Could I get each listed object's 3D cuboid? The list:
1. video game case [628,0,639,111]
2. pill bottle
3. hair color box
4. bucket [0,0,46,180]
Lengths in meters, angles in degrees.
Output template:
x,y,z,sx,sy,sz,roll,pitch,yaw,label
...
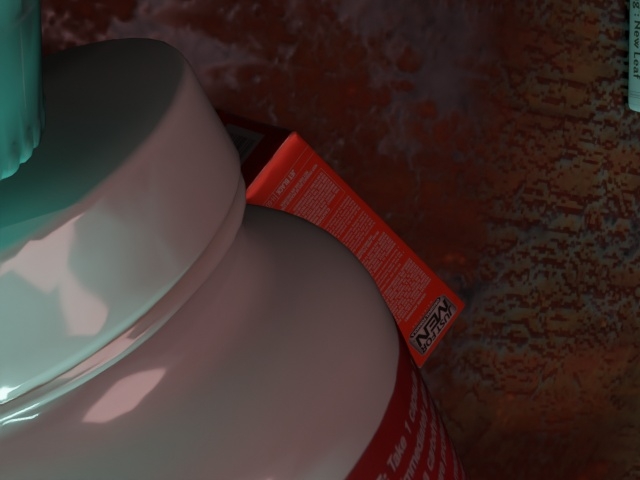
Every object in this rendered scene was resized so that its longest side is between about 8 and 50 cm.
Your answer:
x,y,z,sx,sy,sz,roll,pitch,yaw,label
0.269,-0.187,0.799,0.212,0.023,0.193,-13,110,-30,video game case
-0.045,0.135,0.552,0.229,0.229,0.407,-37,120,-20,pill bottle
0.000,0.000,0.641,0.043,0.072,0.141,-53,125,-11,hair color box
-0.204,-0.107,0.355,0.281,0.281,0.183,-15,116,-30,bucket
